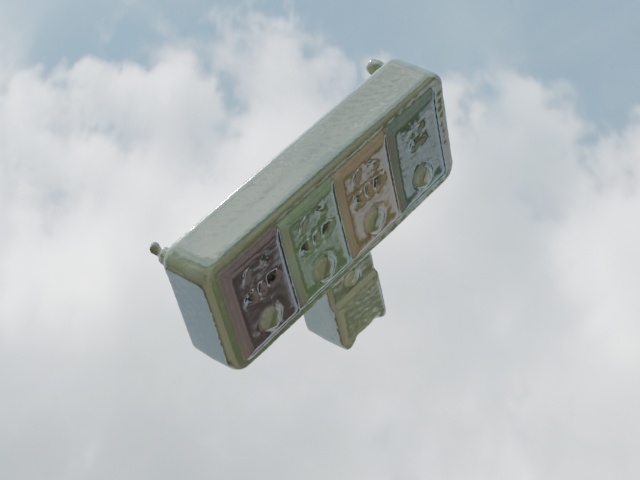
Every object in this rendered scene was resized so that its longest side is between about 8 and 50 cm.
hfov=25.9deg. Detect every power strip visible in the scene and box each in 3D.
[{"bbox_3d":[0.000,0.000,0.868,0.215,0.061,0.145,-41,-43,-28],"label":"power strip"}]
